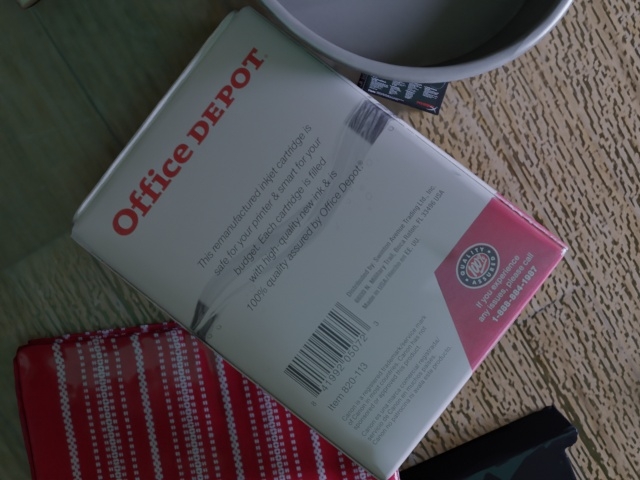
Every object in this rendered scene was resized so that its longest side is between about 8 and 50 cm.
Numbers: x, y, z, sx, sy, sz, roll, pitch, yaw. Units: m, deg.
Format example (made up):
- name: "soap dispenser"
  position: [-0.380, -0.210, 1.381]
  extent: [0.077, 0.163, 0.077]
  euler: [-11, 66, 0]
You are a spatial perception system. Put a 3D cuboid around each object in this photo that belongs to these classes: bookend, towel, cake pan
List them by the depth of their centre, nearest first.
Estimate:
- name: "cake pan"
  position: [0.054, -0.249, 1.112]
  extent: [0.293, 0.054, 0.293]
  euler: [3, 82, -18]
- name: "towel"
  position: [-0.082, 0.151, 1.178]
  extent: [0.275, 0.031, 0.198]
  euler: [-8, 74, -6]
- name: "bookend"
  position: [0.147, 0.235, 1.240]
  extent: [0.157, 0.072, 0.156]
  euler: [-24, 101, -2]

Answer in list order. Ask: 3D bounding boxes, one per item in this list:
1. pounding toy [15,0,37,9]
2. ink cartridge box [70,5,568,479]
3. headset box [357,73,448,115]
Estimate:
- name: "pounding toy"
  position: [-0.212, -0.243, 1.098]
  extent: [0.130, 0.100, 0.141]
  euler: [-36, 102, 0]
- name: "ink cartridge box"
  position: [0.000, 0.000, 1.124]
  extent: [0.283, 0.117, 0.207]
  euler: [38, 92, 4]
- name: "headset box"
  position: [0.070, -0.143, 1.185]
  extent: [0.062, 0.032, 0.083]
  euler: [16, 97, -10]
